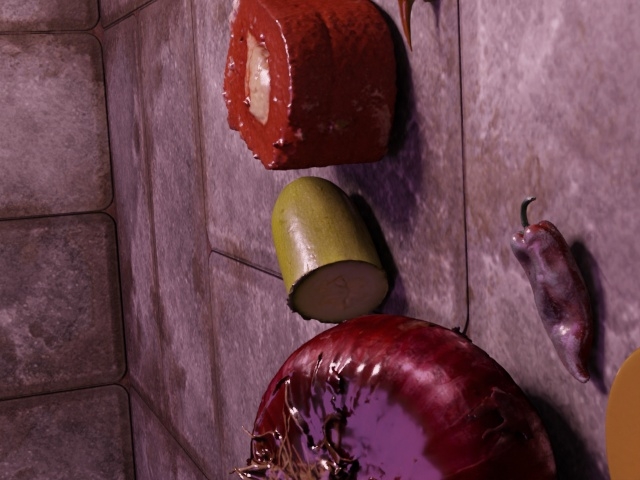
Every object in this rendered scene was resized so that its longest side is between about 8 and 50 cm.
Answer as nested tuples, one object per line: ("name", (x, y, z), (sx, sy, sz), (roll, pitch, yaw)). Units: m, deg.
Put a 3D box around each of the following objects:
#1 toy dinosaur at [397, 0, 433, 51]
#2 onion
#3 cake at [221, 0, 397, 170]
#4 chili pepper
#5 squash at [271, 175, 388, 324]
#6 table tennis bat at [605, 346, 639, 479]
("toy dinosaur", (0.093, -0.244, 0.981), (0.026, 0.041, 0.113), (3, 103, 65))
("onion", (0.082, 0.214, 0.901), (0.313, 0.232, 0.314), (14, 110, 41))
("cake", (-0.021, -0.195, 1.136), (0.283, 0.150, 0.177), (-126, 32, -60))
("chili pepper", (0.190, 0.038, 0.799), (0.050, 0.041, 0.153), (110, 137, -87))
("squash", (0.000, 0.000, 1.183), (0.123, 0.123, 0.187), (105, 154, -43))
("table tennis bat", (0.271, 0.182, 0.616), (0.321, 0.050, 0.199), (-138, 45, -65))
